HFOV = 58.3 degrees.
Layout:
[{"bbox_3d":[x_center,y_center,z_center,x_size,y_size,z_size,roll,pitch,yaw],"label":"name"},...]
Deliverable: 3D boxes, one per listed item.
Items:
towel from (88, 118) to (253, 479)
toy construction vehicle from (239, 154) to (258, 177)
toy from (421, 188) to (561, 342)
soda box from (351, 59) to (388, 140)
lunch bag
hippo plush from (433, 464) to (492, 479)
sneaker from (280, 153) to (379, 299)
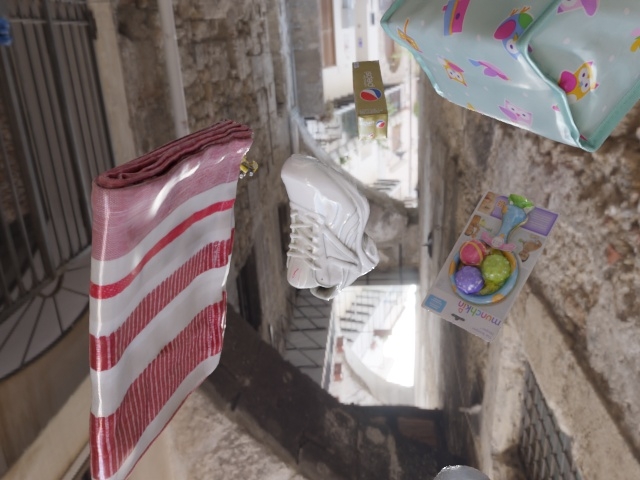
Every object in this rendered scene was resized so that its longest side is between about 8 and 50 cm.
[{"bbox_3d":[-0.144,0.061,0.563,0.037,0.329,0.237,17,-154,10],"label":"towel"},{"bbox_3d":[-0.161,-0.164,1.131,0.035,0.098,0.086,-42,-160,15],"label":"toy construction vehicle"},{"bbox_3d":[0.269,0.027,0.932,0.137,0.237,0.056,26,170,38],"label":"toy"},{"bbox_3d":[0.096,-0.277,1.127,0.058,0.061,0.181,-3,-130,3],"label":"soda box"},{"bbox_3d":[0.219,-0.236,0.501,0.262,0.160,0.223,-49,-145,2],"label":"lunch bag"},{"bbox_3d":[0.241,0.419,0.737,0.234,0.294,0.236,3,-169,-43],"label":"hippo plush"},{"bbox_3d":[0.000,0.000,0.674,0.090,0.232,0.115,27,-112,36],"label":"sneaker"}]
